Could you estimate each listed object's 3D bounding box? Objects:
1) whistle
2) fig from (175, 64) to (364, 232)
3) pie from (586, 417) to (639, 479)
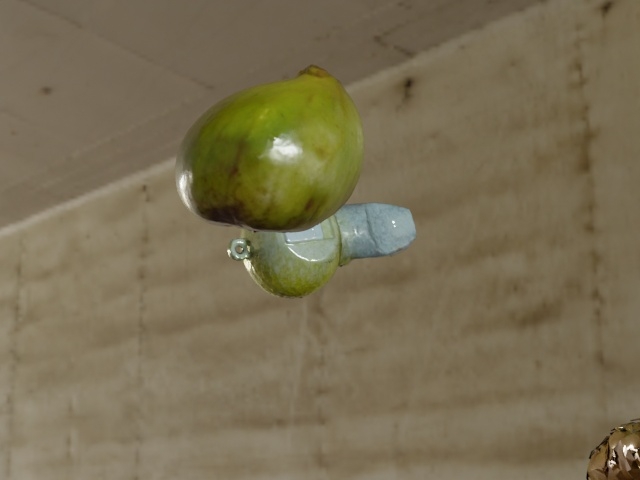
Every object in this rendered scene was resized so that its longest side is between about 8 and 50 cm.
[{"bbox_3d":[0.000,0.000,1.209,0.223,0.123,0.123,-8,-9,-29],"label":"whistle"},{"bbox_3d":[-0.037,-0.060,0.862,0.153,0.121,0.136,-26,17,-25],"label":"fig"},{"bbox_3d":[0.305,0.157,0.725,0.273,0.069,0.273,2,-26,1],"label":"pie"}]
